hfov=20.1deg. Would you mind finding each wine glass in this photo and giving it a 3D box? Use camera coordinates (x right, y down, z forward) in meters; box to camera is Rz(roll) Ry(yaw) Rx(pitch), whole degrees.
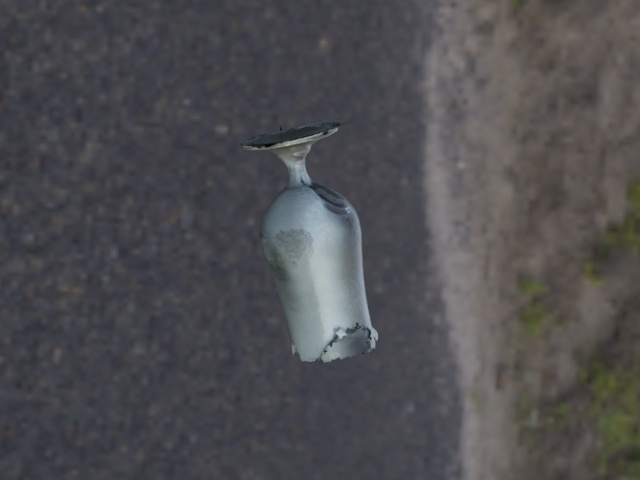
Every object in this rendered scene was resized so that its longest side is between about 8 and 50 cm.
[{"bbox_3d":[0.000,0.000,0.633,0.042,0.039,0.083,-22,103,-43],"label":"wine glass"}]
